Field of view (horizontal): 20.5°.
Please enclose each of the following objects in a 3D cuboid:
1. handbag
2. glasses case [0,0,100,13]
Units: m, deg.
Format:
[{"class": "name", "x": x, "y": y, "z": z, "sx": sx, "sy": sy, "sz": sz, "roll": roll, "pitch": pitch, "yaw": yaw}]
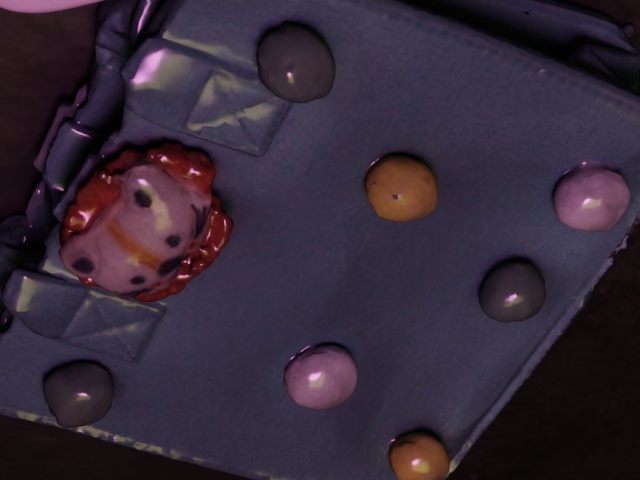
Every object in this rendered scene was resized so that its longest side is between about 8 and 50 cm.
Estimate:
[{"class": "handbag", "x": 0.003, "y": 0.004, "z": 0.804, "sx": 0.274, "sy": 0.100, "sz": 0.269, "roll": 15, "pitch": 125, "yaw": -31}, {"class": "glasses case", "x": -0.028, "y": -0.154, "z": 0.655, "sx": 0.233, "sy": 0.092, "sz": 0.059, "roll": -21, "pitch": 136, "yaw": 1}]
